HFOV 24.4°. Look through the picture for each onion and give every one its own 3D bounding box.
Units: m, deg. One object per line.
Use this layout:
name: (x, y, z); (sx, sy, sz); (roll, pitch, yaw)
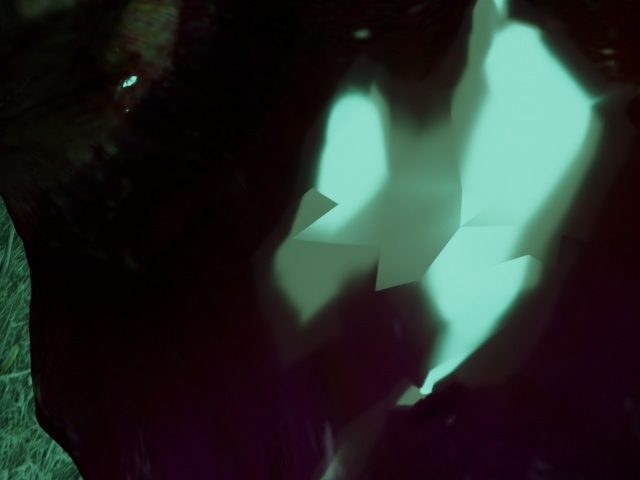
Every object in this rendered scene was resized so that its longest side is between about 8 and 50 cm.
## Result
onion: (0.000, 0.000, 0.585); (0.398, 0.420, 0.398); (-54, 20, 30)
